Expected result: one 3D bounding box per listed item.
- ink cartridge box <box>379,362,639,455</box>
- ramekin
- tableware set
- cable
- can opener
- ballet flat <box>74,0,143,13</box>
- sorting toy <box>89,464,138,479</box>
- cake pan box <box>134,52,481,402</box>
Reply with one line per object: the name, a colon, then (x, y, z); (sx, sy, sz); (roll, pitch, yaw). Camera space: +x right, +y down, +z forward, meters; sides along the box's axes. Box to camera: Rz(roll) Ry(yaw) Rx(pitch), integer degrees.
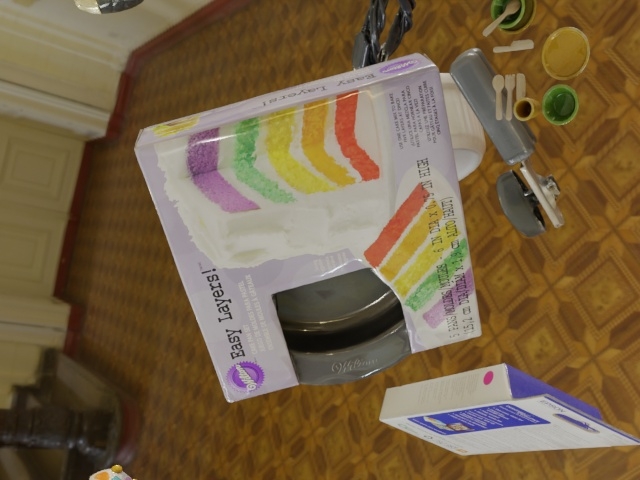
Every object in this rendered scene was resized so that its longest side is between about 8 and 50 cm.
ink cartridge box: (0.257, 0.249, 1.018); (0.371, 0.176, 0.069); (-29, 38, 58)
ramekin: (0.167, -0.170, 1.259); (0.273, 0.273, 0.127); (-34, 65, 47)
tableware set: (0.203, -0.187, 0.669); (0.104, 0.024, 0.154); (9, 105, 46)
cable: (0.109, -0.343, 1.102); (0.047, 0.150, 0.184); (31, 140, 20)
can opener: (0.254, -0.128, 0.998); (0.095, 0.283, 0.076); (-30, 10, 28)
ballet flat: (-0.176, -0.280, 0.720); (0.049, 0.173, 0.057); (-87, -25, -78)
sorting toy: (-0.294, 0.381, 1.046); (0.045, 0.083, 0.075); (-40, 31, -7)
cake pan box: (0.000, 0.000, 0.611); (0.070, 0.246, 0.266); (-102, -1, -64)
